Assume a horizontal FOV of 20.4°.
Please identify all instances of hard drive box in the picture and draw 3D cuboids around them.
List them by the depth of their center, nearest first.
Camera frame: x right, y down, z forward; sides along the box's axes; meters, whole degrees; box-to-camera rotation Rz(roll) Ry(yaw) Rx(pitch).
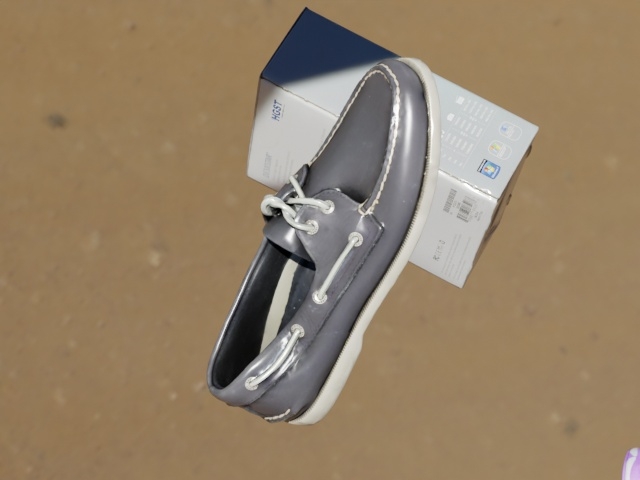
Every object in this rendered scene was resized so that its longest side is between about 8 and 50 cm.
[{"bbox_3d":[0.058,-0.078,1.584,0.232,0.181,0.089,28,64,7],"label":"hard drive box"}]

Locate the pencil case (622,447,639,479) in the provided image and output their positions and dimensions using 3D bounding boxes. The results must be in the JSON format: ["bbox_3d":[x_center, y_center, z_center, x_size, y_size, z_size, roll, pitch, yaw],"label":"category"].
[{"bbox_3d":[0.348,0.199,1.442,0.088,0.206,0.086,-55,136,-60],"label":"pencil case"}]

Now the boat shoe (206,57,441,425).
[{"bbox_3d":[0.000,0.000,0.911,0.065,0.206,0.075,12,17,-33],"label":"boat shoe"}]
